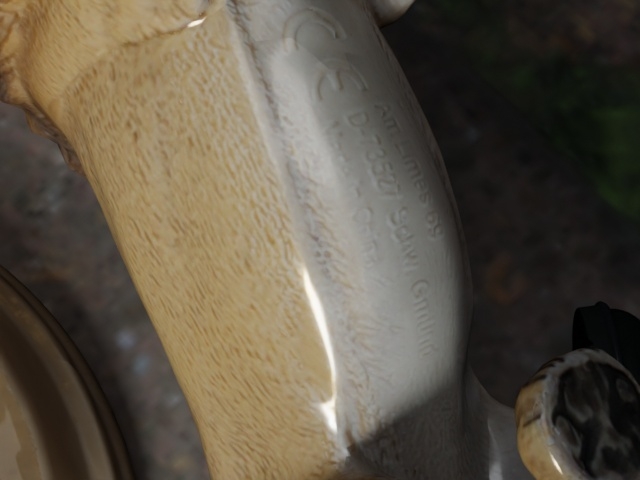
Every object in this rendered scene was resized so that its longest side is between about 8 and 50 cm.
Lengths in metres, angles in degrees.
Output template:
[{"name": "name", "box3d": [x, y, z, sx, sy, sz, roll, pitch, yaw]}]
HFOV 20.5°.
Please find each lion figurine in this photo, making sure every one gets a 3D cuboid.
[{"name": "lion figurine", "box3d": [0.000, 0.000, 0.464, 0.142, 0.240, 0.392, -7, 76, -36]}]

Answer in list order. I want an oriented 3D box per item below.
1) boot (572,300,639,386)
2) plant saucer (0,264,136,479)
[{"name": "boot", "box3d": [0.129, 0.068, 0.494, 0.099, 0.045, 0.121, -12, 74, -1]}, {"name": "plant saucer", "box3d": [-0.187, 0.101, 0.492, 0.278, 0.041, 0.278, -1, 66, 2]}]
